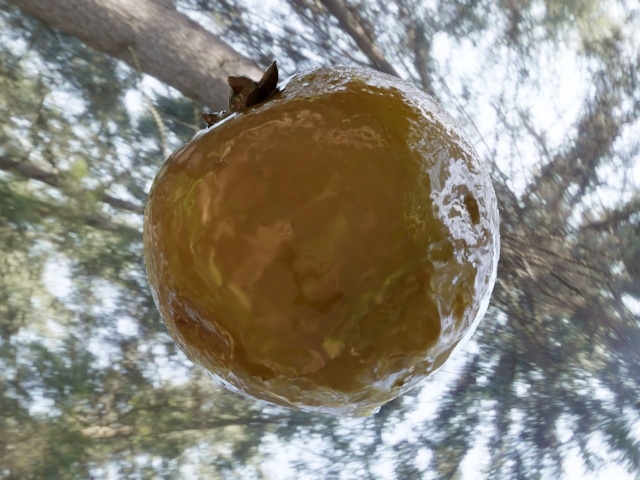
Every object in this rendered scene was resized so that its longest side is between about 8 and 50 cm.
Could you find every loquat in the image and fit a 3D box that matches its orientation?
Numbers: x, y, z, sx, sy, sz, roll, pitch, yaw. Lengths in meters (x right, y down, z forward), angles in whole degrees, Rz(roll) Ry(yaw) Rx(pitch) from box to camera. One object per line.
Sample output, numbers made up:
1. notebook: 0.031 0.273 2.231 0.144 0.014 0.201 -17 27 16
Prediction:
1. loquat: 0.000 0.000 0.671 0.208 0.208 0.208 -2 -98 17
